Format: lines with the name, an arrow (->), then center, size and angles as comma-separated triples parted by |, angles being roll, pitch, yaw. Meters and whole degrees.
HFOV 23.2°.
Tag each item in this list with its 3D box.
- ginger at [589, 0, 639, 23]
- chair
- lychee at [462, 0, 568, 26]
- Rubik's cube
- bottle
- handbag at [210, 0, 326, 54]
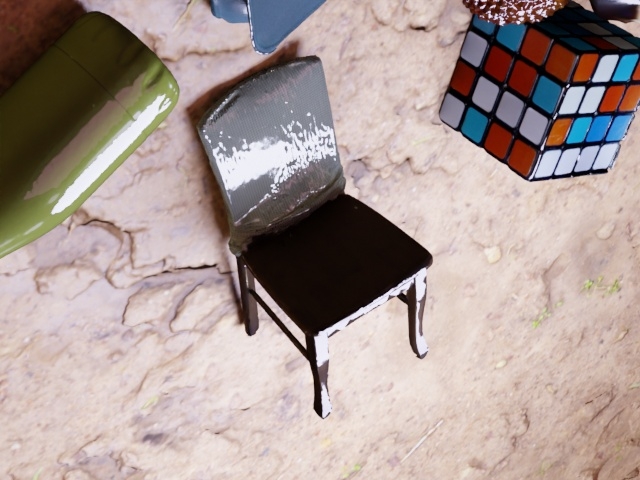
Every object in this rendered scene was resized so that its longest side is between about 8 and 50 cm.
ginger -> 0.375, -0.391, 1.508 | 0.358, 0.211, 0.413 | -51, 140, -35
chair -> 0.000, 0.000, 1.551 | 0.160, 0.186, 0.319 | -29, 141, -21
lychee -> 0.201, -0.279, 1.589 | 0.129, 0.123, 0.123 | -29, 148, 18
Rubik's cube -> 0.248, -0.168, 1.702 | 0.154, 0.151, 0.155 | -7, 124, -43
bottle -> -0.238, -0.066, 1.287 | 0.260, 0.112, 0.112 | -47, 144, -7
handbag -> -0.025, -0.288, 1.345 | 0.179, 0.062, 0.229 | -44, 156, -19
